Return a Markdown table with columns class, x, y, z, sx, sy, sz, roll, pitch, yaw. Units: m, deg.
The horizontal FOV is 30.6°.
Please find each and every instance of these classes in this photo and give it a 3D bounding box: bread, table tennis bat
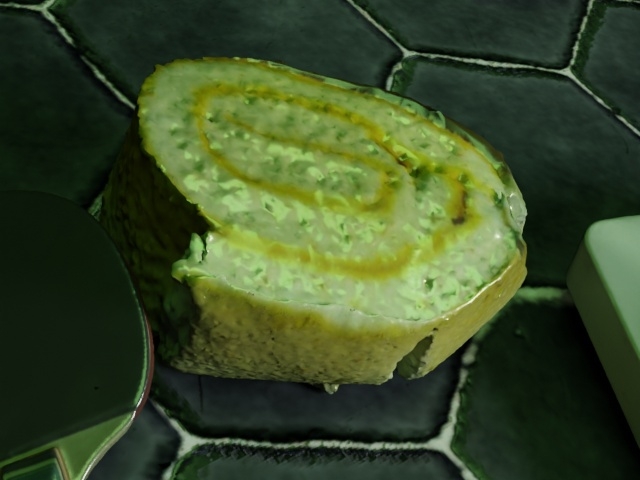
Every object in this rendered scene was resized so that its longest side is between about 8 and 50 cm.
| class | x | y | z | sx | sy | sz | roll | pitch | yaw |
| --- | --- | --- | --- | --- | --- | --- | --- | --- | --- |
| bread | 0.000 | 0.000 | 0.686 | 0.257 | 0.124 | 0.186 | 11 | 50 | -10 |
| table tennis bat | -0.150 | 0.088 | 0.581 | 0.154 | 0.021 | 0.274 | -20 | 60 | -8 |

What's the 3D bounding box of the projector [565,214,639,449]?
| class | x | y | z | sx | sy | sz | roll | pitch | yaw |
| --- | --- | --- | --- | --- | --- | --- | --- | --- | --- |
| projector | 0.312 | 0.091 | 0.724 | 0.257 | 0.079 | 0.259 | -7 | 51 | -12 |
